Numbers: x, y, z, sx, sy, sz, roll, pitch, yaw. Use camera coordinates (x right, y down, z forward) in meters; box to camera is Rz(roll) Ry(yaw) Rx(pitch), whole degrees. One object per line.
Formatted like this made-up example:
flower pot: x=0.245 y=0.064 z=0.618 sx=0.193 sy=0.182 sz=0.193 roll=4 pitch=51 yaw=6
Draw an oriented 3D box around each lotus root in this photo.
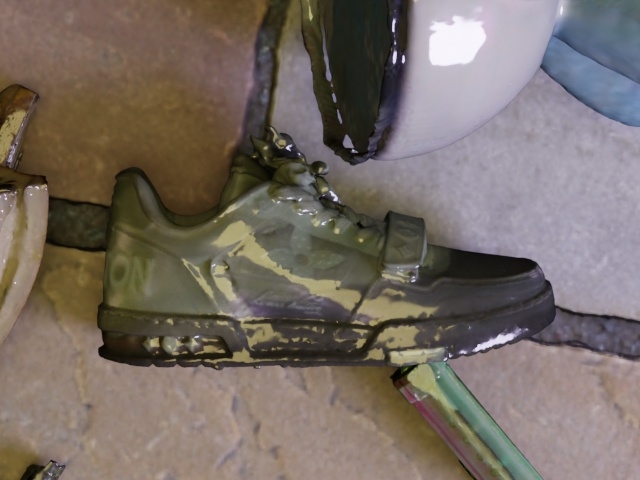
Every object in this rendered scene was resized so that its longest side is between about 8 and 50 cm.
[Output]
lotus root: x=-0.207 y=-0.061 z=1.105 sx=0.030 sy=0.037 sz=0.083 roll=19 pitch=93 yaw=-1
lotus root: x=-0.256 y=0.003 z=1.077 sx=0.159 sy=0.095 sz=0.135 roll=6 pitch=116 yaw=-15

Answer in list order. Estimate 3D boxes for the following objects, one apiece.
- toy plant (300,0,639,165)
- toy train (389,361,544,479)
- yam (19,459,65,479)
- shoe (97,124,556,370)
toy plant: x=0.165 y=-0.173 z=1.047 sx=0.332 sy=0.247 sz=0.247 roll=-5 pitch=94 yaw=-11
toy train: x=0.101 y=0.130 z=1.123 sx=0.038 sy=0.071 sz=0.148 roll=-40 pitch=95 yaw=1
yam: x=-0.209 y=0.197 z=1.131 sx=0.027 sy=0.033 sz=0.129 roll=32 pitch=87 yaw=21
shoe: x=0.000 y=-0.001 z=1.086 sx=0.293 sy=0.109 sz=0.149 roll=-5 pitch=98 yaw=-1
